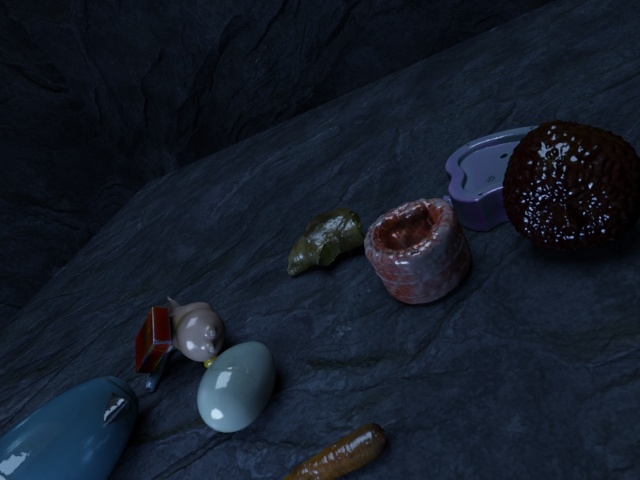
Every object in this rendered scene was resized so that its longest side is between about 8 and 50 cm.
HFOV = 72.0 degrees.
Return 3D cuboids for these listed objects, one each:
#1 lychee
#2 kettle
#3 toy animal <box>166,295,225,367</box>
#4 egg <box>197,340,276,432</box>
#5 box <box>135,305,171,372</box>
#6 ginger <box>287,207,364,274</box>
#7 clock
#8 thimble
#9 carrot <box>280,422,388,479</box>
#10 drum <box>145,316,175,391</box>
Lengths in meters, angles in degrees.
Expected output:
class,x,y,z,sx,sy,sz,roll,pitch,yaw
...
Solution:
class,x,y,z,sx,sy,sz,roll,pitch,yaw
lychee,0.496,-0.109,0.879,0.260,0.261,0.261,-23,29,14
kettle,-0.597,0.475,1.034,0.319,0.247,0.342,-23,20,38
toy animal,-0.335,0.251,1.196,0.248,0.149,0.165,0,75,50
egg,-0.177,0.311,0.959,0.151,0.151,0.209,-9,34,35
box,-0.459,0.273,1.206,0.175,0.048,0.112,-50,43,36
ginger,0.000,0.000,1.315,0.270,0.123,0.219,-26,31,9
clock,0.470,-0.171,1.161,0.338,0.102,0.339,-24,29,14
thimble,0.226,0.022,1.030,0.239,0.162,0.239,-26,28,15
carrot,0.008,0.391,0.761,0.247,0.059,0.059,-31,28,5
drum,-0.445,0.322,1.311,0.130,0.049,0.253,-28,33,7
